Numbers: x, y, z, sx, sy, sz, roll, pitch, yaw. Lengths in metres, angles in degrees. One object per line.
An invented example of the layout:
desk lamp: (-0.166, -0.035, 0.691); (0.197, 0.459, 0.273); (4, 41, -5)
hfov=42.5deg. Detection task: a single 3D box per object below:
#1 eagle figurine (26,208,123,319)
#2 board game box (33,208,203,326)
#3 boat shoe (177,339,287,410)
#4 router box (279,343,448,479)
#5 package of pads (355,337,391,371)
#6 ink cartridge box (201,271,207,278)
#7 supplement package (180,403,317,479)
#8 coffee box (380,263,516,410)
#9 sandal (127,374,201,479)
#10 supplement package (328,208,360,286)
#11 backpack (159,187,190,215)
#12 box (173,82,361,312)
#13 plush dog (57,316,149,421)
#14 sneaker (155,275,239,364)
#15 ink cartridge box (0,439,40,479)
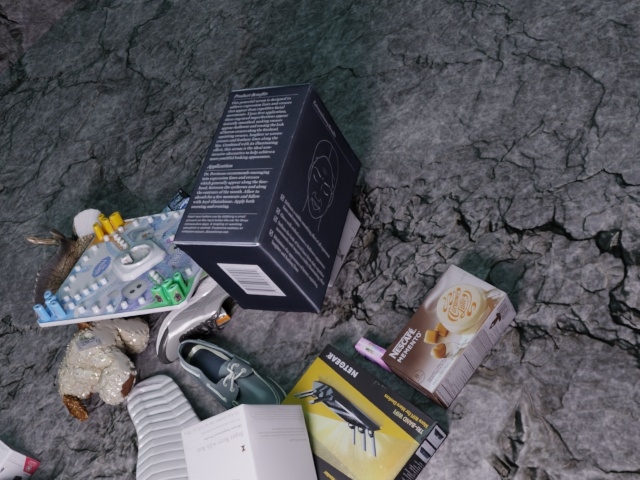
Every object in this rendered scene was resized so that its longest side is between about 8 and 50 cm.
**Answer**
eagle figurine: (-0.623, 0.088, 2.137); (0.226, 0.225, 0.298); (-23, 39, -5)
board game box: (-0.433, 0.035, 1.933); (0.389, 0.050, 0.390); (-9, 34, 20)
boat shoe: (-0.201, 0.310, 1.812); (0.319, 0.099, 0.116); (27, 74, 38)
router box: (0.057, 0.386, 1.634); (0.308, 0.081, 0.243); (31, 77, 39)
package of pads: (0.117, 0.239, 1.720); (0.083, 0.050, 0.032); (24, 68, 37)
ink cartridge box: (-0.283, 0.043, 2.014); (0.109, 0.062, 0.209); (-33, 7, -14)
supplement package: (-0.121, 0.472, 1.540); (0.177, 0.175, 0.293); (-28, 65, 31)
coffee box: (0.257, 0.191, 1.646); (0.141, 0.098, 0.246); (31, 77, 39)
sandal: (-0.316, 0.449, 1.790); (0.169, 0.102, 0.416); (-22, 37, -5)
supplement package: (0.000, 0.000, 1.908); (0.105, 0.105, 0.179); (11, 66, 33)
backpack: (-0.360, -0.057, 2.139); (0.114, 0.105, 0.084); (-46, 49, 1)
box: (-0.097, -0.087, 1.756); (0.211, 0.293, 0.396); (1, 59, 29)
plush dog: (-0.549, 0.292, 1.946); (0.225, 0.210, 0.262); (-52, 18, 27)
sneaker: (-0.281, 0.187, 1.941); (0.271, 0.100, 0.108); (-48, 55, -8)
ink cartridge box: (-0.755, 0.560, 1.935); (0.063, 0.109, 0.150); (23, 72, 33)
